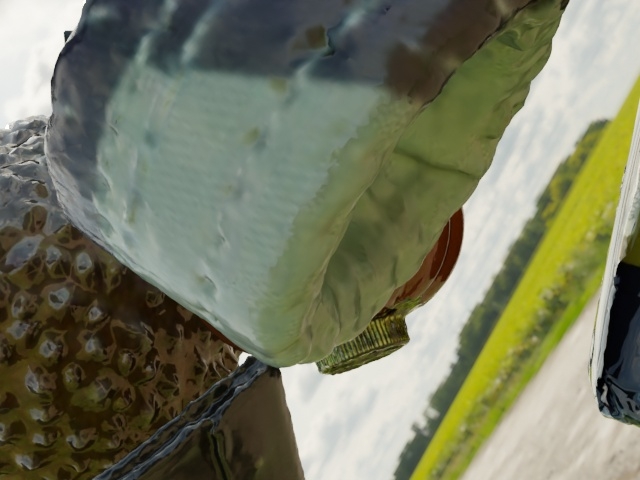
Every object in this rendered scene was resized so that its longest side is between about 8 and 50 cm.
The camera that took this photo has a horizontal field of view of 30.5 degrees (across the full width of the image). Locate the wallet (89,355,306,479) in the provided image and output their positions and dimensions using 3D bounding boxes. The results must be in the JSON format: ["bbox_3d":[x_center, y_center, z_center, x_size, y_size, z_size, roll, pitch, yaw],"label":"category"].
[{"bbox_3d":[-0.066,0.235,0.801,0.170,0.044,0.321,-33,-44,-25],"label":"wallet"}]

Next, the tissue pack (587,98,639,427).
[{"bbox_3d":[0.398,-0.020,1.063,0.264,0.253,0.416,-2,-77,-76],"label":"tissue pack"}]

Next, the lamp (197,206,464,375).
[{"bbox_3d":[0.000,0.000,0.894,0.223,0.196,0.223,-20,-11,-4],"label":"lamp"}]

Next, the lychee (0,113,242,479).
[{"bbox_3d":[-0.249,0.075,1.051,0.380,0.432,0.380,-27,12,6],"label":"lychee"}]

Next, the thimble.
[{"bbox_3d":[0.000,-0.064,0.526,0.237,0.150,0.237,-49,-16,-19],"label":"thimble"}]
